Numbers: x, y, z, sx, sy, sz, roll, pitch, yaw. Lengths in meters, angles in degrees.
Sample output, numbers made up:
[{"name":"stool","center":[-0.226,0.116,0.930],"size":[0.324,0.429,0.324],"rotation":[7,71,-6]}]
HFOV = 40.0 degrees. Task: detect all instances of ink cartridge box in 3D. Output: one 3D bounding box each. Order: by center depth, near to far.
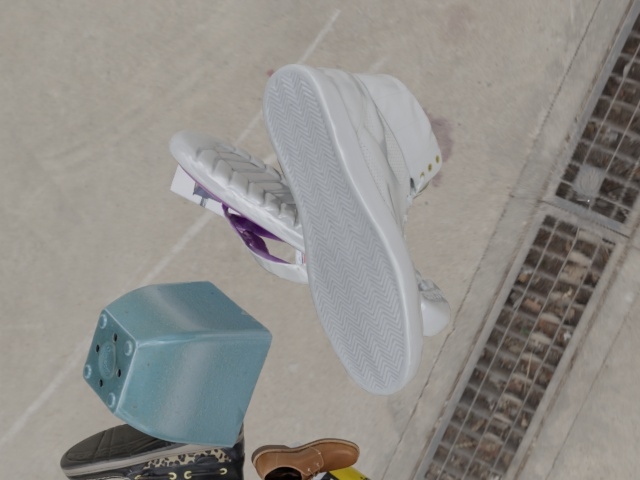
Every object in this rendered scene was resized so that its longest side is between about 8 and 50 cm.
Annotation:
[{"name":"ink cartridge box","center":[-0.179,-0.105,1.908],"size":[0.237,0.172,0.100],"rotation":[26,100,28]}]

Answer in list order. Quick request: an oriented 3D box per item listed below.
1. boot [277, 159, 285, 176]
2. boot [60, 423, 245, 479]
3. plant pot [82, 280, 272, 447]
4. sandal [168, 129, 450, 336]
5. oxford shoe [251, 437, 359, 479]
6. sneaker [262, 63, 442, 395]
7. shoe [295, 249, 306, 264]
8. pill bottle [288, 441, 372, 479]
[{"name":"boot","center":[-0.026,-0.126,1.199],"size":[0.114,0.037,0.106],"rotation":[-7,124,45]},{"name":"boot","center":[-0.323,0.518,1.823],"size":[0.377,0.138,0.284],"rotation":[-12,111,-6]},{"name":"plant pot","center":[-0.288,0.225,1.632],"size":[0.248,0.252,0.247],"rotation":[33,109,45]},{"name":"sandal","center":[-0.031,0.007,1.086],"size":[0.416,0.169,0.102],"rotation":[35,105,6]},{"name":"oxford shoe","center":[-0.020,0.429,1.668],"size":[0.212,0.076,0.076],"rotation":[-4,117,-17]},{"name":"sneaker","center":[0.064,-0.020,0.796],"size":[0.108,0.169,0.292],"rotation":[-18,86,41]},{"name":"shoe","center":[0.000,0.000,1.757],"size":[0.081,0.063,0.178],"rotation":[-2,75,20]},{"name":"pill bottle","center":[0.046,0.561,1.780],"size":[0.334,0.188,0.188],"rotation":[31,101,19]}]
